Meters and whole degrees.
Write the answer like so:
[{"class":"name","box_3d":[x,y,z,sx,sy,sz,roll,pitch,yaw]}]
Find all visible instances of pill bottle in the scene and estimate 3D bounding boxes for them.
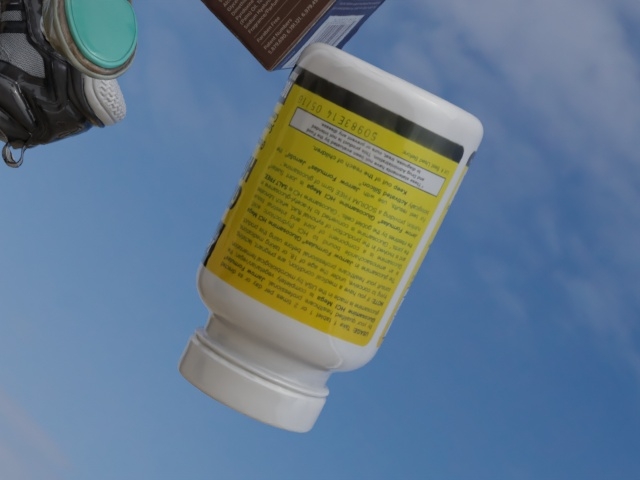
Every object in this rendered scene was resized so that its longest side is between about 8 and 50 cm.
[{"class":"pill bottle","box_3d":[0.000,0.000,1.564,0.188,0.334,0.188,26,5,-2]}]

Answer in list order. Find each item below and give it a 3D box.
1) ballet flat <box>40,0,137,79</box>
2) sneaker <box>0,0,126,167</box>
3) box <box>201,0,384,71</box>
[{"class":"ballet flat","box_3d":[-0.174,-0.176,1.226,0.072,0.068,0.213,28,38,-31]},{"class":"sneaker","box_3d":[-0.311,-0.199,1.649,0.268,0.153,0.101,59,-4,20]},{"class":"box","box_3d":[-0.037,-0.303,1.729,0.203,0.167,0.168,47,21,7]}]
